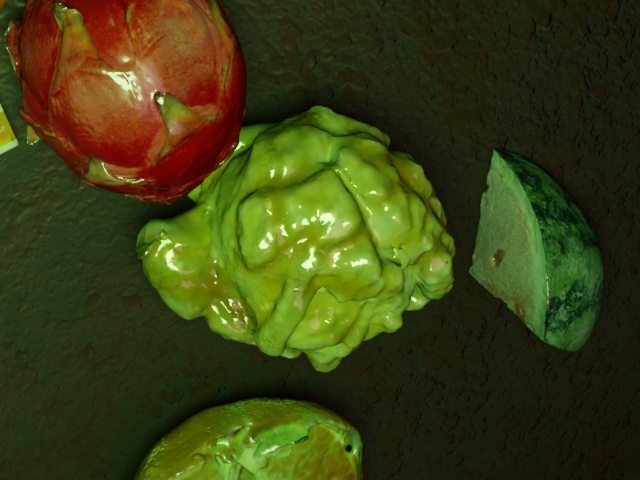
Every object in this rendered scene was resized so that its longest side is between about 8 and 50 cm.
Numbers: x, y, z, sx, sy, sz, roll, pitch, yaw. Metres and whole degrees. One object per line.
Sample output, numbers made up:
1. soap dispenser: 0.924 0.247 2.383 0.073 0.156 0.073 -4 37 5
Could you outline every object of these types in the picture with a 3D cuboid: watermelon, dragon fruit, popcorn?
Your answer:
1. watermelon: 0.308 0.037 1.580 0.260 0.176 0.256 20 63 -34
2. dragon fruit: -0.183 -0.161 1.145 0.241 0.241 0.252 -6 103 -28
3. popcorn: -0.005 -0.003 1.286 0.335 0.279 0.274 21 59 -52

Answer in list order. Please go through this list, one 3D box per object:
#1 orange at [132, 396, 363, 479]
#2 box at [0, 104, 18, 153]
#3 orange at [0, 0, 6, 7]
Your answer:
1. orange: -0.099 0.314 1.438 0.335 0.196 0.262 -19 135 -17
2. box: -0.425 -0.100 1.148 0.220 0.032 0.122 -28 124 -16
3. orange: -0.346 -0.265 1.001 0.224 0.224 0.170 -47 122 -3
